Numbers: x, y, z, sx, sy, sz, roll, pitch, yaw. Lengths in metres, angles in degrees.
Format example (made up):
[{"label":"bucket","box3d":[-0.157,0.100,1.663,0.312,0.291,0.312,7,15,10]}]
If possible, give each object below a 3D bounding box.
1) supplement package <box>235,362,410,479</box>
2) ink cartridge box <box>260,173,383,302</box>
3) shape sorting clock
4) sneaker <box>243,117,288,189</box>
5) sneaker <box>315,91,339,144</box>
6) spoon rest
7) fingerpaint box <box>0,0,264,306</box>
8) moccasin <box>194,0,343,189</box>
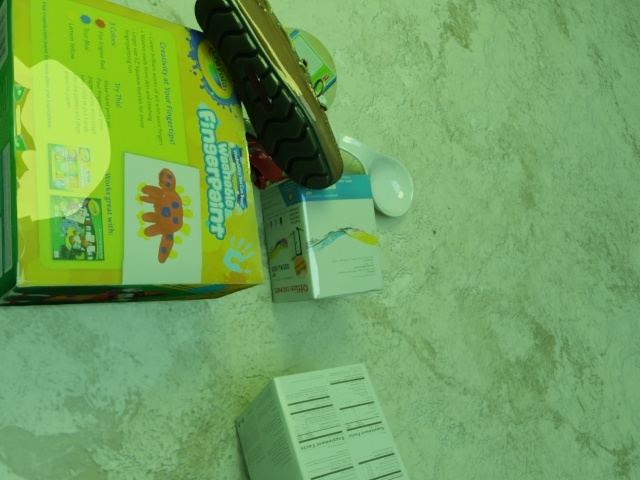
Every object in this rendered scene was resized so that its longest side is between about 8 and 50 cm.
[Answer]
[{"label":"supplement package","box3d":[0.002,0.389,0.983,0.198,0.199,0.263,-1,55,-33]},{"label":"ink cartridge box","box3d":[0.000,0.000,1.112,0.168,0.171,0.233,-5,85,-32]},{"label":"shape sorting clock","box3d":[-0.057,-0.355,1.205,0.206,0.040,0.206,1,86,-24]},{"label":"sneaker","box3d":[-0.089,-0.156,1.140,0.279,0.107,0.118,18,92,-26]},{"label":"sneaker","box3d":[-0.013,-0.258,1.116,0.094,0.080,0.212,-15,58,-41]},{"label":"spoon rest","box3d":[0.112,-0.156,1.259,0.276,0.084,0.137,32,68,-24]},{"label":"fingerpaint box","box3d":[-0.305,-0.130,0.885,0.371,0.163,0.445,2,74,-42]},{"label":"moccasin","box3d":[-0.069,-0.265,0.965,0.380,0.139,0.147,56,43,-6]}]
